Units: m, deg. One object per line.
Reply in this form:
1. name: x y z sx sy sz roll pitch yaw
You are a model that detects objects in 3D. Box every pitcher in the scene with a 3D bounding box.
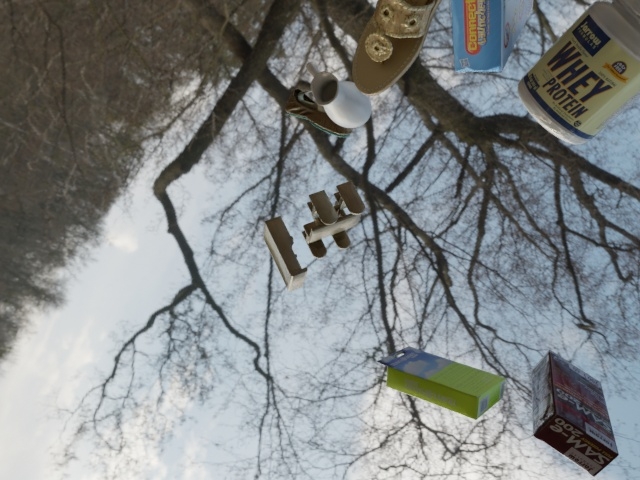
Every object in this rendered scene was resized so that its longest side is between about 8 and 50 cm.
1. pitcher: 0.050 -0.421 1.515 0.125 0.207 0.177 -39 -118 22

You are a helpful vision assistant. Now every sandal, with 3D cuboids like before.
1. sandal: 0.103 -0.294 0.634 0.088 0.079 0.240 47 -73 24

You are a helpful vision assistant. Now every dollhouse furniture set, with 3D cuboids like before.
1. dollhouse furniture set: 0.000 0.000 1.328 0.161 0.242 0.212 63 -18 20

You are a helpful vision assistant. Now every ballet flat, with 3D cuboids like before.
1. ballet flat: -0.007 -0.480 1.908 0.342 0.116 0.124 36 -54 43

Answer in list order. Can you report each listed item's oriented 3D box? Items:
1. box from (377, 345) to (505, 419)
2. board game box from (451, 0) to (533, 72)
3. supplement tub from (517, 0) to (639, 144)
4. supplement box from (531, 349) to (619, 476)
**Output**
1. box: 0.193 0.226 0.856 0.178 0.109 0.042 11 -78 39
2. board game box: 0.316 -0.510 0.941 0.086 0.308 0.302 10 -135 28
3. supplement tub: 0.666 -0.415 1.250 0.325 0.235 0.235 -50 -142 40
4. supplement box: 0.497 0.333 1.050 0.073 0.130 0.239 -61 172 26
